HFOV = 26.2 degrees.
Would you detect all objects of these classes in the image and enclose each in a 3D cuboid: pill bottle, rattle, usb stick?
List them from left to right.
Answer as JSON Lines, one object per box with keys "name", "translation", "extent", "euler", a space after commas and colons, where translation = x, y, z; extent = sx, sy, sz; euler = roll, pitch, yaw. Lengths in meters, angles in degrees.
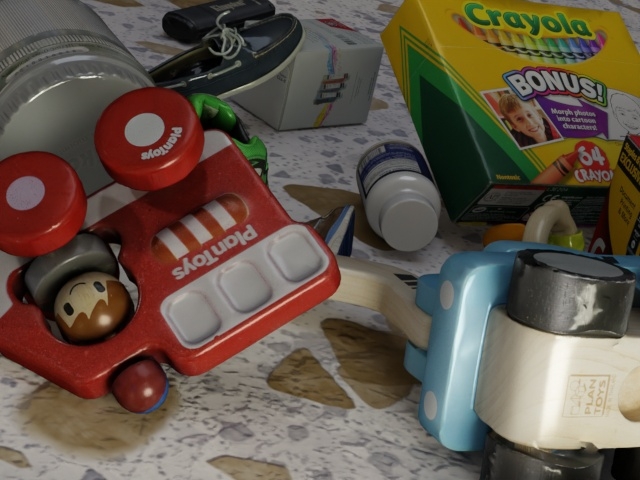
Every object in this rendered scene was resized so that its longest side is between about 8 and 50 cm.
{"name": "usb stick", "translation": [-0.170, -0.382, 2.345], "extent": [0.077, 0.045, 0.278], "euler": [23, 25, 22]}
{"name": "pill bottle", "translation": [0.099, -0.053, 1.708], "extent": [0.094, 0.094, 0.169], "euler": [9, 25, -10]}
{"name": "rattle", "translation": [0.221, 0.041, 1.601], "extent": [0.143, 0.130, 0.199], "euler": [12, 49, 24]}

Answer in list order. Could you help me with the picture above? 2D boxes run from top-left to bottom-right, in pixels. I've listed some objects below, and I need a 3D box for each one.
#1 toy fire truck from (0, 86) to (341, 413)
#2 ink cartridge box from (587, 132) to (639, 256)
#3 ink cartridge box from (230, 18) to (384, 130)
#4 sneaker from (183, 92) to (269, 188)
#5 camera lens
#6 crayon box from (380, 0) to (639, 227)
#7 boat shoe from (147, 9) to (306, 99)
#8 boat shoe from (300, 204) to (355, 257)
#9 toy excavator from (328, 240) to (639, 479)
{"name": "toy fire truck", "translation": [-0.165, 0.024, 1.276], "extent": [0.302, 0.169, 0.254], "euler": [-31, 59, -12]}
{"name": "ink cartridge box", "translation": [0.425, 0.005, 1.532], "extent": [0.130, 0.271, 0.309], "euler": [8, 24, -12]}
{"name": "ink cartridge box", "translation": [-0.022, -0.248, 2.027], "extent": [0.176, 0.127, 0.128], "euler": [-8, 33, -40]}
{"name": "sneaker", "translation": [-0.157, -0.126, 1.674], "extent": [0.134, 0.146, 0.343], "euler": [-7, 30, -37]}
{"name": "camera lens", "translation": [-0.302, -0.147, 1.554], "extent": [0.219, 0.219, 0.274], "euler": [0, 27, -27]}
{"name": "crayon box", "translation": [0.295, -0.173, 1.834], "extent": [0.363, 0.106, 0.313], "euler": [0, 58, -31]}
{"name": "boat shoe", "translation": [-0.138, -0.250, 1.886], "extent": [0.255, 0.079, 0.095], "euler": [-28, 43, -6]}
{"name": "boat shoe", "translation": [0.000, 0.000, 1.578], "extent": [0.066, 0.066, 0.183], "euler": [6, 18, 8]}
{"name": "toy excavator", "translation": [0.141, 0.083, 1.355], "extent": [0.433, 0.222, 0.445], "euler": [2, 13, -22]}
